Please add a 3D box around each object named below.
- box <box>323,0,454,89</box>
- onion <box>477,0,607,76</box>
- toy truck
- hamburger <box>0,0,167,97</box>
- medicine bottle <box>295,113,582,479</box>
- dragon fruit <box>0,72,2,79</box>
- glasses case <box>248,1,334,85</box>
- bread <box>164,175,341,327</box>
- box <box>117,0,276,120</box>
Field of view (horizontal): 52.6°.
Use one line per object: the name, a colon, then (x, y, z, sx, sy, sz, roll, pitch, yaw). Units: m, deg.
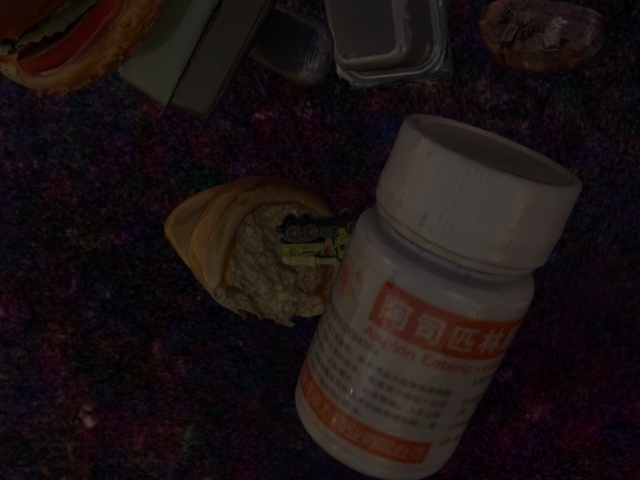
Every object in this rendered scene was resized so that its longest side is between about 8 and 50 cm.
box: (0.101, -0.457, 1.237, 0.264, 0.106, 0.337, 2, 113, 33)
onion: (0.345, -0.310, 1.029, 0.205, 0.151, 0.099, 21, 91, 47)
toy truck: (0.000, 0.000, 1.229, 0.168, 0.100, 0.077, -4, 27, -10)
hamburger: (-0.362, -0.364, 0.842, 0.329, 0.250, 0.330, -5, 73, 17)
medicine bottle: (0.118, 0.065, 0.727, 0.211, 0.211, 0.372, 32, 116, 25)
dragon fruit: (-0.616, -0.202, 1.066, 0.137, 0.135, 0.236, 40, 92, 24)
glasses case: (-0.085, -0.367, 1.153, 0.282, 0.067, 0.109, 36, 121, 32)
bread: (-0.131, 0.034, 1.470, 0.245, 0.423, 0.329, -10, 73, 40)
box: (-0.186, -0.346, 1.044, 0.166, 0.221, 0.291, 29, 114, -12)
